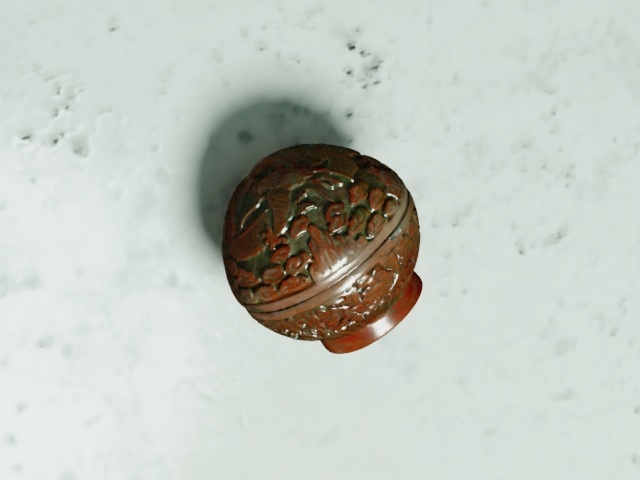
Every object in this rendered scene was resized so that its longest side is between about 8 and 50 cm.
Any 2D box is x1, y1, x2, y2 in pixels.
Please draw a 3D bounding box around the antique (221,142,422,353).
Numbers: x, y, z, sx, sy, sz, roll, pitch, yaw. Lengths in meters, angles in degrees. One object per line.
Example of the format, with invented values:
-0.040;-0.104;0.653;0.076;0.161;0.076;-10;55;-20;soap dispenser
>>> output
0.000;0.000;0.748;0.104;0.104;0.104;-7;106;-23;antique
